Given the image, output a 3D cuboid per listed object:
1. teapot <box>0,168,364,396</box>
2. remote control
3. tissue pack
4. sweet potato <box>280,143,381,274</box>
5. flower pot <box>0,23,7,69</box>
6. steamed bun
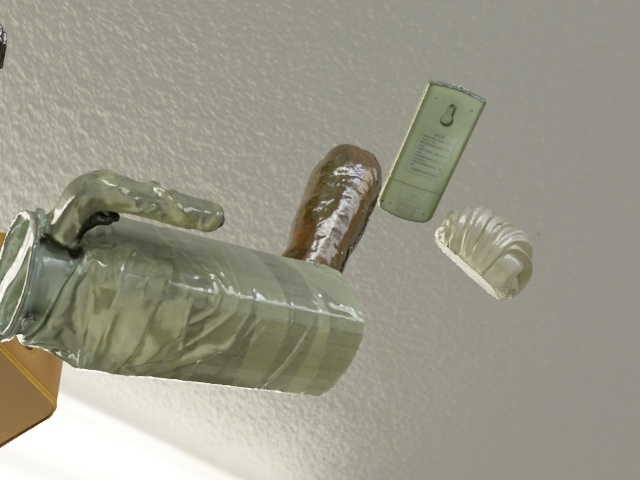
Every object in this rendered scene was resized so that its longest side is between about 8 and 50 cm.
[{"bbox_3d":[-0.068,0.026,0.412,0.200,0.077,0.107,14,-59,-35],"label":"teapot"},{"bbox_3d":[0.173,-0.138,1.181,0.098,0.038,0.233,17,-61,-8],"label":"remote control"},{"bbox_3d":[-0.478,0.142,1.088,0.145,0.274,0.194,-28,-59,2],"label":"tissue pack"},{"bbox_3d":[0.000,0.000,0.675,0.075,0.273,0.075,13,-44,13],"label":"sweet potato"},{"bbox_3d":[-0.536,-0.241,1.121,0.084,0.179,0.251,5,-71,-35],"label":"flower pot"},{"bbox_3d":[0.271,0.010,1.197,0.106,0.183,0.183,-45,-58,0],"label":"steamed bun"}]
